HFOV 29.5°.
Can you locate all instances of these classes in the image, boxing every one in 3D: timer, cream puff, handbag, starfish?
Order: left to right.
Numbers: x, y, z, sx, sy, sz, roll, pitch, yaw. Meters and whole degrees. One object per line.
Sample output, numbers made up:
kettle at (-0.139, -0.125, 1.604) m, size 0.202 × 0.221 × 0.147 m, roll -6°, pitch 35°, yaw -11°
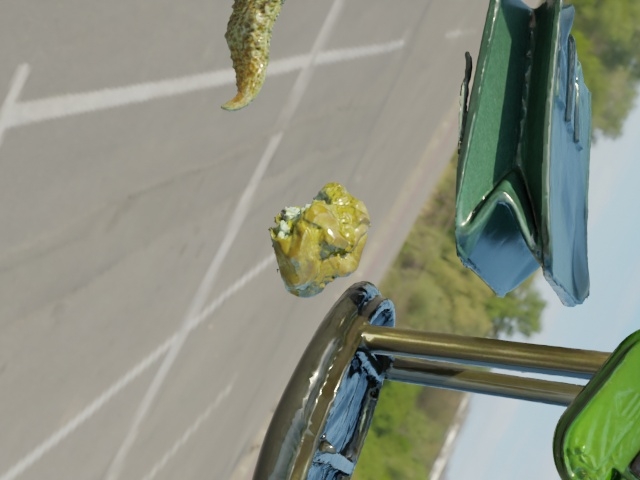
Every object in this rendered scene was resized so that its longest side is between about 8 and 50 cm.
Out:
starfish at (-0.032, -0.334, 1.336) m, size 0.358 × 0.078 × 0.347 m, roll -46°, pitch -141°, yaw 11°
cream puff at (0.001, -0.001, 1.602) m, size 0.156 × 0.121 × 0.156 m, roll -30°, pitch -176°, yaw 2°
handbag at (0.187, -0.071, 1.074) m, size 0.326 × 0.089 × 0.238 m, roll 29°, pitch 66°, yaw -71°
timer at (0.233, 0.133, 0.813) m, size 0.140 × 0.128 × 0.047 m, roll -52°, pitch 170°, yaw 4°

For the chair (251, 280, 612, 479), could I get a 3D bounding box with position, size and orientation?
chair at (0.165, 0.239, 1.030) m, size 0.364 × 0.410 × 0.362 m, roll 55°, pitch 54°, yaw -75°
